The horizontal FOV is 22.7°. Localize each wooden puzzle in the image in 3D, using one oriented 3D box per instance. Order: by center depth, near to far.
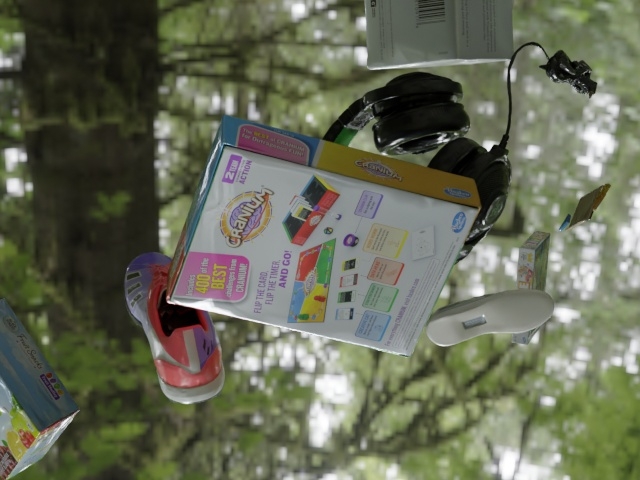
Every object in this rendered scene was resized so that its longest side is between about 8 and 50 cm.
[{"bbox_3d":[0.412,-0.049,2.471,0.014,0.079,0.116,34,164,-8],"label":"wooden puzzle"}]

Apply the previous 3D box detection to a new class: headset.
[{"bbox_3d":[0.169,-0.111,2.041,0.185,0.394,0.243,3,-128,-60],"label":"headset"}]

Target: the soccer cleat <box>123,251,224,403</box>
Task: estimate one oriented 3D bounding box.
[{"bbox_3d":[-0.196,0.085,2.113,0.108,0.116,0.318,-10,-147,-12],"label":"soccer cleat"}]

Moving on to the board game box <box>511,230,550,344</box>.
[{"bbox_3d":[0.327,0.073,2.475,0.026,0.154,0.103,8,-162,19],"label":"board game box"}]

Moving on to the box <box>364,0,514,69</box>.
[{"bbox_3d":[0.159,-0.329,2.179,0.119,0.181,0.182,-6,-176,-42],"label":"box"}]

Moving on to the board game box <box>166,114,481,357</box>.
[{"bbox_3d":[0.000,0.000,1.899,0.316,0.242,0.064,14,-147,-14],"label":"board game box"}]

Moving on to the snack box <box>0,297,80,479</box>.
[{"bbox_3d":[-0.404,0.193,2.032,0.070,0.207,0.174,-30,-99,-34],"label":"snack box"}]

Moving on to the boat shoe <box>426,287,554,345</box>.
[{"bbox_3d":[0.240,0.102,2.250,0.184,0.066,0.063,-21,-160,18],"label":"boat shoe"}]
